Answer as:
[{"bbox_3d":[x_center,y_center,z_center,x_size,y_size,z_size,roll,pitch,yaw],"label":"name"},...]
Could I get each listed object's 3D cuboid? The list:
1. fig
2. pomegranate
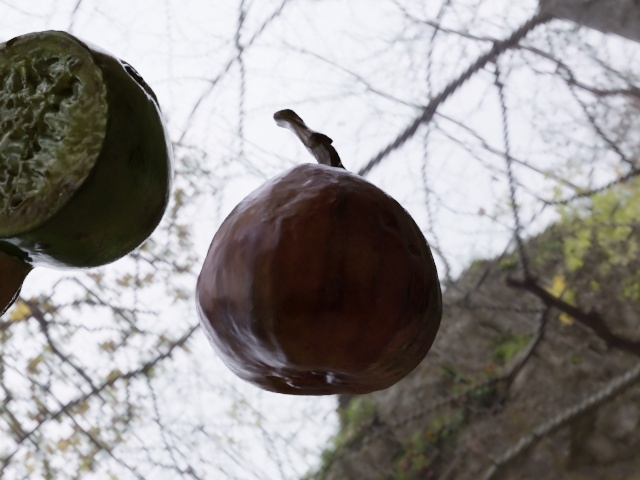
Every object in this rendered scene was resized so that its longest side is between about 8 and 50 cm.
[{"bbox_3d":[0.002,0.017,0.679,0.150,0.128,0.128,-74,-17,-56],"label":"fig"},{"bbox_3d":[-0.205,-0.035,1.066,0.159,0.190,0.240,39,-125,-57],"label":"pomegranate"}]
